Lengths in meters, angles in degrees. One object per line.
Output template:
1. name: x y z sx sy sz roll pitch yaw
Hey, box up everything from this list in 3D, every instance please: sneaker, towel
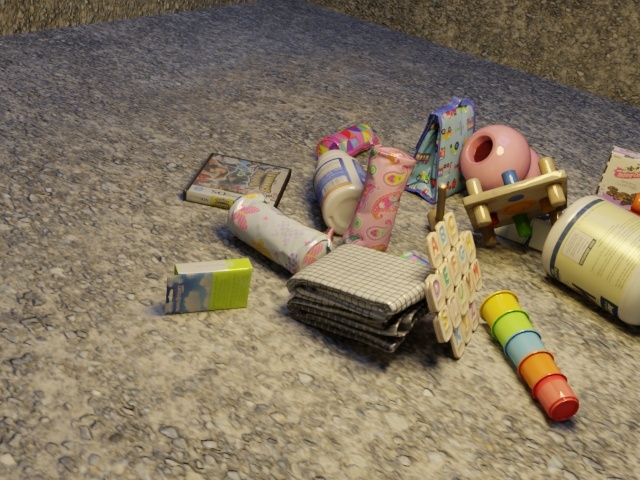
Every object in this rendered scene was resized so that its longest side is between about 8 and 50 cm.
1. sneaker: 0.000 0.000 1.778 0.057 0.047 0.119 5 27 15
2. towel: 0.102 0.115 1.508 0.284 0.121 0.235 14 26 33

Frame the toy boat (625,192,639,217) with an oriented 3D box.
1. toy boat: 0.913 -0.071 2.054 0.231 0.151 0.151 6 30 -7

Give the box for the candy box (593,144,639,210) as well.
1. candy box: 0.963 -0.178 2.204 0.165 0.196 0.070 20 32 18

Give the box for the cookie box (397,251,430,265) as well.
1. cookie box: 0.228 0.078 1.709 0.107 0.040 0.092 33 36 32

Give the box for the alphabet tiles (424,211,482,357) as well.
1. alphabet tiles: 0.288 0.092 1.493 0.021 0.278 0.284 -6 20 32

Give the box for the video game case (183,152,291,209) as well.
1. video game case: -0.227 -0.162 1.986 0.248 0.035 0.275 11 30 3

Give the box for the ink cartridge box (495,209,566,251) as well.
1. ink cartridge box: 0.620 -0.042 1.983 0.208 0.087 0.153 22 32 22

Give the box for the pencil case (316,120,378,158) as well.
1. pencil case: 0.088 -0.312 2.273 0.104 0.104 0.236 26 36 26

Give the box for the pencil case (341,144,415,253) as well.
1. pencil case: 0.140 -0.090 1.736 0.124 0.284 0.124 16 15 -5

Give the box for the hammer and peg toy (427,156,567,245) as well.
1. hammer and peg toy: 0.452 -0.080 1.815 0.361 0.266 0.127 -15 70 13

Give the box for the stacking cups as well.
1. stacking cups: 0.440 0.235 1.463 0.096 0.096 0.316 0 34 -17

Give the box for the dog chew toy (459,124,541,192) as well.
1. dog chew toy: 0.568 -0.211 2.115 0.332 0.206 0.206 25 16 -40

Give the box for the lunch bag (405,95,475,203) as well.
1. lunch bag: 0.380 -0.289 2.124 0.138 0.293 0.221 30 35 30

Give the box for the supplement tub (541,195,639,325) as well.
1. supplement tub: 0.734 0.057 1.701 0.235 0.235 0.325 -15 38 -36

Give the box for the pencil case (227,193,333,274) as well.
1. pencil case: -0.100 -0.013 1.693 0.273 0.113 0.124 33 59 32

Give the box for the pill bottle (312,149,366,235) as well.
1. pill bottle: 0.060 -0.141 1.921 0.152 0.152 0.272 3 31 -12

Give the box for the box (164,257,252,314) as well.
1. box: -0.237 0.097 1.473 0.178 0.109 0.042 -4 37 -22
